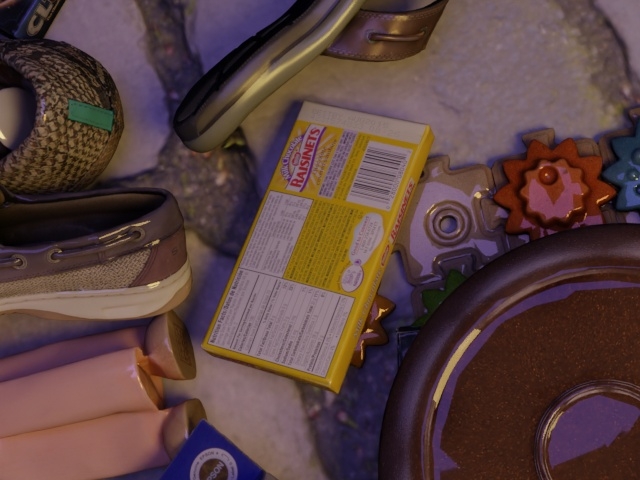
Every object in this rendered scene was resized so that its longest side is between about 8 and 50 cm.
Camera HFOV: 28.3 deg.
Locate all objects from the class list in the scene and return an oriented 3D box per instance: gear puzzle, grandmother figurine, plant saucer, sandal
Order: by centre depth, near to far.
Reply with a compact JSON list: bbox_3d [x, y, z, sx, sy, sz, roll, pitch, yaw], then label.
[{"bbox_3d":[0.177,0.131,0.772,0.310,0.050,0.311,-6,73,19],"label":"plant saucer"},{"bbox_3d":[0.129,0.012,0.902,0.339,0.044,0.175,-13,78,8],"label":"gear puzzle"},{"bbox_3d":[-0.260,0.137,0.923,0.342,0.104,0.208,-15,69,4],"label":"grandmother figurine"},{"bbox_3d":[0.026,-0.156,0.932,0.303,0.120,0.086,-40,103,3],"label":"sandal"}]

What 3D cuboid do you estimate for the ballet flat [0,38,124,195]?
[{"bbox_3d":[-0.394,-0.105,0.945,0.482,0.182,0.164,2,87,11],"label":"ballet flat"}]

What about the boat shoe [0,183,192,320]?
[{"bbox_3d":[-0.232,0.002,0.878,0.285,0.103,0.092,0,120,-5],"label":"boat shoe"}]

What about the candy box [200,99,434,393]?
[{"bbox_3d":[0.000,0.000,0.910,0.105,0.027,0.206,14,71,26],"label":"candy box"}]

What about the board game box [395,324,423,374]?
[{"bbox_3d":[0.116,0.151,0.869,0.126,0.026,0.186,0,92,10],"label":"board game box"}]

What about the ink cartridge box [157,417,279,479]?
[{"bbox_3d":[-0.003,0.284,0.765,0.371,0.069,0.176,36,92,27],"label":"ink cartridge box"}]

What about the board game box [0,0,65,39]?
[{"bbox_3d":[-0.295,-0.281,1.033,0.243,0.042,0.165,29,86,14],"label":"board game box"}]
